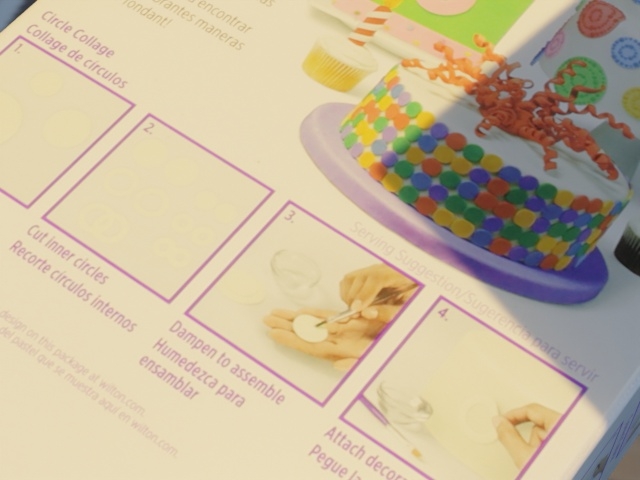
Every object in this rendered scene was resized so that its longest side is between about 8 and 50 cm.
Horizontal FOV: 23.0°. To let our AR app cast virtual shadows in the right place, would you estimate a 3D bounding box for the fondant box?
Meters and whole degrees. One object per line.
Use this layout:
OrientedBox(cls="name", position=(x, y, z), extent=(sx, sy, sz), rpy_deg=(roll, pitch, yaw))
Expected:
OrientedBox(cls="fondant box", position=(0.000, 0.000, 0.524), extent=(0.330, 0.238, 0.096), rpy_deg=(-48, 159, -25))
